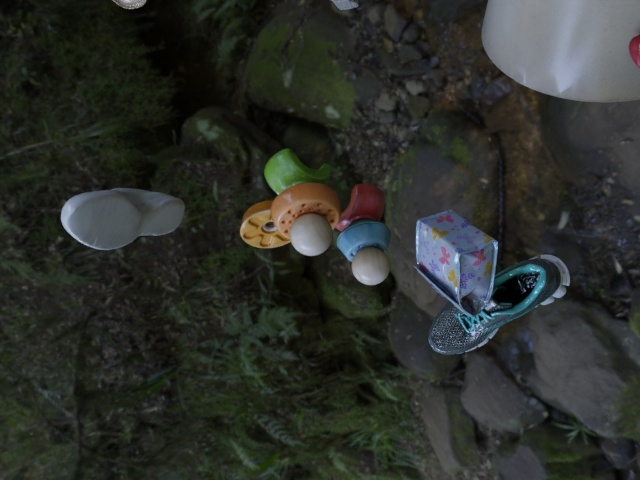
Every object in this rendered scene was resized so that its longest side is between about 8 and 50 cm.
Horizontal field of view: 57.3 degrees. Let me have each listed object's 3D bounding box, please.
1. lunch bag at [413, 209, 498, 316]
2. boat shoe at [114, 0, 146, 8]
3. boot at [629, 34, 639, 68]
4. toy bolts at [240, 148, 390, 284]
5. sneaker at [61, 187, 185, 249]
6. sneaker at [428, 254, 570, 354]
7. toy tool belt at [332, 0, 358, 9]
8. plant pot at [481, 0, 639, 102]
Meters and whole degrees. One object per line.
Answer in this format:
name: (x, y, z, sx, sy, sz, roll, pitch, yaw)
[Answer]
lunch bag: (0.124, 0.025, 0.550, 0.071, 0.053, 0.083, -131, 28, -50)
boat shoe: (-0.197, -0.256, 0.488, 0.170, 0.063, 0.059, 57, -163, -57)
boot: (0.313, -0.197, 0.460, 0.244, 0.088, 0.176, 38, 164, -35)
toy bolts: (0.000, 0.000, 0.912, 0.218, 0.229, 0.158, -47, 42, 38)
sneaker: (-0.290, -0.042, 0.818, 0.094, 0.212, 0.080, 26, 102, 20)
sneaker: (0.178, 0.066, 0.619, 0.065, 0.166, 0.076, 58, -159, 21)
toy tool belt: (0.034, -0.411, 0.945, 0.083, 0.052, 0.051, 7, -97, -71)
plant pot: (0.303, -0.328, 0.583, 0.256, 0.257, 0.274, 58, 169, 36)
